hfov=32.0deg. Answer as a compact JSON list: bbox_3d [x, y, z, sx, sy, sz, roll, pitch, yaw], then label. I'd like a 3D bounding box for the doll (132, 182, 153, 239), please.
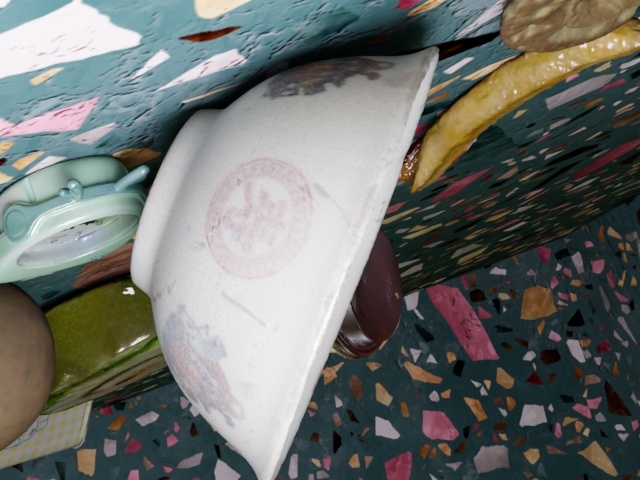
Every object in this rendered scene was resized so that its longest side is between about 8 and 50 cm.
[{"bbox_3d":[-0.143,-0.031,1.217,0.135,0.071,0.113,-29,-144,-14],"label":"doll"}]

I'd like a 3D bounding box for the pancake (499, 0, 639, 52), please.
[{"bbox_3d":[0.283,-0.260,1.102,0.222,0.042,0.236,-14,165,-21],"label":"pancake"}]

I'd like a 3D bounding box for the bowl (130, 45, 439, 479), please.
[{"bbox_3d":[-0.053,-0.008,1.050,0.435,0.196,0.434,22,90,-86],"label":"bowl"}]

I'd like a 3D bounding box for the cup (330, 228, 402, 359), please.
[{"bbox_3d":[-0.039,0.073,1.497,0.280,0.196,0.196,-13,177,30],"label":"cup"}]

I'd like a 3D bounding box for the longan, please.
[{"bbox_3d":[-0.397,0.137,1.180,0.248,0.248,0.248,-22,171,-4],"label":"longan"}]

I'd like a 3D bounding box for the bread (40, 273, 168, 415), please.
[{"bbox_3d":[-0.286,0.136,1.714,0.366,0.129,0.382,-29,170,21],"label":"bread"}]

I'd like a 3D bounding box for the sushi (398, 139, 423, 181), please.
[{"bbox_3d":[0.136,-0.117,1.554,0.099,0.047,0.050,-40,-179,3],"label":"sushi"}]

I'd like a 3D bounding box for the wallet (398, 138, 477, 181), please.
[{"bbox_3d":[0.129,-0.109,1.648,0.196,0.020,0.103,-18,169,-24],"label":"wallet"}]

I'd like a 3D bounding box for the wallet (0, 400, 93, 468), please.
[{"bbox_3d":[-0.507,0.279,1.820,0.309,0.077,0.223,-9,120,-53],"label":"wallet"}]

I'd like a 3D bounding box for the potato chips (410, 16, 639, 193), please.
[{"bbox_3d":[0.231,-0.172,1.373,0.407,0.080,0.057,-34,-178,42],"label":"potato chips"}]

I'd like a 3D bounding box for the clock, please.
[{"bbox_3d":[-0.241,-0.028,1.085,0.159,0.066,0.211,-16,168,-39],"label":"clock"}]
